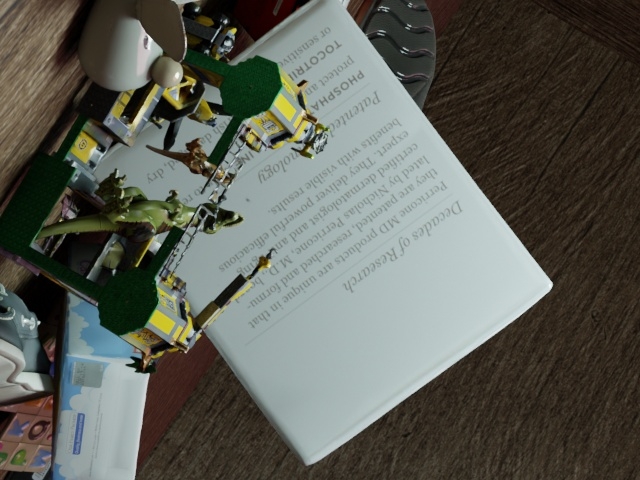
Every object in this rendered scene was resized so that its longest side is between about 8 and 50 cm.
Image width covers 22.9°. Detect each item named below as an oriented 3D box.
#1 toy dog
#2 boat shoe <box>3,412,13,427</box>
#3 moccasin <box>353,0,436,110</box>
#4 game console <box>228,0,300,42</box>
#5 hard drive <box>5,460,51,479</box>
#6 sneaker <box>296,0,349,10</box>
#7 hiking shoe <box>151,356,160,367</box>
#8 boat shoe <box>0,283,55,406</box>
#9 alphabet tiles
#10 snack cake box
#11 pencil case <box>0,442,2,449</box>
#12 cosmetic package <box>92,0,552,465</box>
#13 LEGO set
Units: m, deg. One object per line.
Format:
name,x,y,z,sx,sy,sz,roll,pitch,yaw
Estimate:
toy dog,-0.075,-0.243,1.261,0.220,0.161,0.334,-54,175,-30
boat shoe,-0.340,0.225,2.088,0.088,0.096,0.267,-54,175,15
moccasin,0.061,-0.160,2.097,0.147,0.139,0.380,-17,-117,63
game console,-0.039,-0.303,1.774,0.085,0.124,0.144,-18,149,-39
hard drive,-0.394,0.330,2.413,0.237,0.064,0.339,-58,175,12
sneaker,-0.021,-0.282,2.064,0.145,0.090,0.270,-52,169,-45
hiking shoe,-0.262,0.120,2.059,0.132,0.113,0.304,-59,175,26
boat shoe,-0.327,0.091,1.490,0.319,0.116,0.099,70,9,-76
alphabet tiles,-0.329,0.171,1.867,0.237,0.009,0.198,-57,151,6
snack cake box,-0.236,0.125,1.689,0.264,0.089,0.152,-108,-155,-64
pencil case,-0.410,0.263,1.620,0.209,0.095,0.098,-55,140,-10
cosmetic package,0.000,0.000,1.782,0.327,0.394,0.329,-37,176,-2
LEGO set,-0.132,-0.033,1.480,0.192,0.254,0.331,43,66,-58
